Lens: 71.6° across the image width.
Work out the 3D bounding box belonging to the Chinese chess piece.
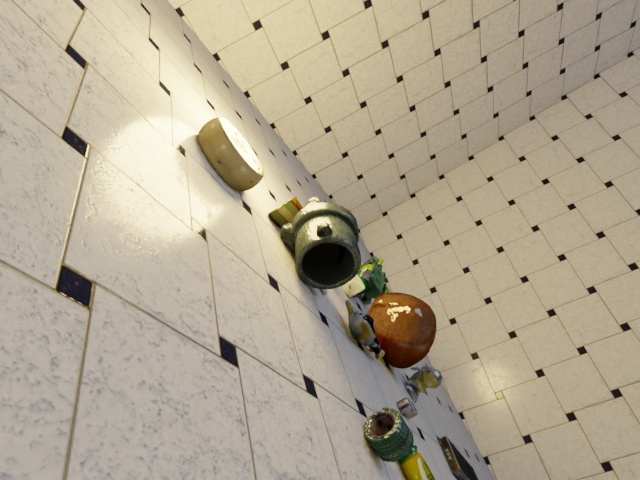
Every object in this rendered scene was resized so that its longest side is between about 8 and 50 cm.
[{"bbox_3d":[-0.305,-0.296,1.532,0.273,0.102,0.273,54,11,-15],"label":"Chinese chess piece"}]

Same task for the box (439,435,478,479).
[{"bbox_3d":[0.678,1.090,2.104,0.325,0.047,0.180,53,11,-27],"label":"box"}]

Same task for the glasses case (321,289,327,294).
[{"bbox_3d":[0.004,0.179,1.770,0.083,0.021,0.032,61,13,25],"label":"glasses case"}]

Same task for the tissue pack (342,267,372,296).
[{"bbox_3d":[0.192,0.195,2.259,0.148,0.156,0.209,62,9,14],"label":"tissue pack"}]

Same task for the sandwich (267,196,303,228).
[{"bbox_3d":[-0.106,-0.069,1.751,0.187,0.117,0.144,57,12,-13],"label":"sandwich"}]

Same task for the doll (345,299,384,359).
[{"bbox_3d":[0.180,0.368,1.804,0.146,0.103,0.316,-95,159,-48],"label":"doll"}]

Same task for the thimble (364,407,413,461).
[{"bbox_3d":[0.191,0.545,1.245,0.090,0.118,0.135,60,-7,-11],"label":"thimble"}]

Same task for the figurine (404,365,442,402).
[{"bbox_3d":[0.501,0.692,2.174,0.208,0.183,0.129,-36,92,-38],"label":"figurine"}]

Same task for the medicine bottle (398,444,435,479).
[{"bbox_3d":[0.287,0.691,1.369,0.309,0.076,0.111,62,8,24],"label":"medicine bottle"}]

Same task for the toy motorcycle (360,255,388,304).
[{"bbox_3d":[0.267,0.209,2.533,0.191,0.199,0.326,55,21,-14],"label":"toy motorcycle"}]

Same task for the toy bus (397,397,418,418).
[{"bbox_3d":[0.354,0.684,1.804,0.102,0.052,0.058,50,11,-45],"label":"toy bus"}]

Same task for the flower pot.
[{"bbox_3d":[0.000,0.000,1.655,0.299,0.298,0.283,51,20,-32],"label":"flower pot"}]

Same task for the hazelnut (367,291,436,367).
[{"bbox_3d":[0.377,0.420,2.087,0.372,0.314,0.373,177,-90,-87],"label":"hazelnut"}]
